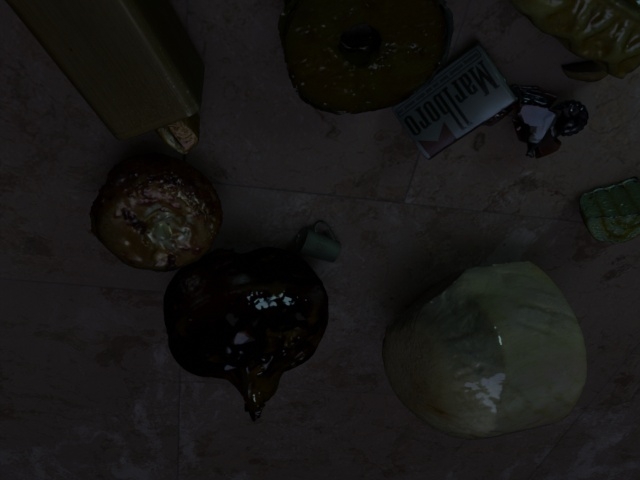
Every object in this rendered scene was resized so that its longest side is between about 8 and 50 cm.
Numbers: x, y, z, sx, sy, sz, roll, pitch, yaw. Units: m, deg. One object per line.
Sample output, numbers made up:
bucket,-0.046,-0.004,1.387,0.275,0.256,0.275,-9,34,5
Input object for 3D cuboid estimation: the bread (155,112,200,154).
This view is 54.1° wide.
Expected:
bread,-0.235,-0.196,1.032,0.053,0.132,0.074,-35,127,12

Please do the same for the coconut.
coconut,0.350,0.227,1.315,0.415,0.345,0.415,-10,174,-1

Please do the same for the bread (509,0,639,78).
bread,0.384,-0.359,0.907,0.267,0.130,0.152,22,95,-19

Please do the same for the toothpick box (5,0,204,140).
toothpick box,-0.304,-0.314,0.887,0.187,0.190,0.308,-18,135,11

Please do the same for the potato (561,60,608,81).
potato,0.453,-0.279,1.050,0.093,0.037,0.036,-9,138,4

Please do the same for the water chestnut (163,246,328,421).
water chestnut,-0.140,0.181,1.252,0.335,0.347,0.335,-9,145,-6

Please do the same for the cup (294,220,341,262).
cup,-0.003,0.002,1.289,0.083,0.075,0.054,20,166,-24

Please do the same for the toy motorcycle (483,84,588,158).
toy motorcycle,0.345,-0.206,1.083,0.212,0.084,0.118,15,135,-2

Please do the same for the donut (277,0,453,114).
donut,0.058,-0.312,0.917,0.272,0.107,0.272,-7,152,-4

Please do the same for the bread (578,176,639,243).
bread,0.594,-0.047,1.228,0.156,0.103,0.110,-11,128,16

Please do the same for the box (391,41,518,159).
box,0.222,-0.229,1.047,0.177,0.036,0.115,-34,95,29

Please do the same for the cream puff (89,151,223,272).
cream puff,-0.299,-0.052,1.143,0.240,0.164,0.240,-12,135,-12
